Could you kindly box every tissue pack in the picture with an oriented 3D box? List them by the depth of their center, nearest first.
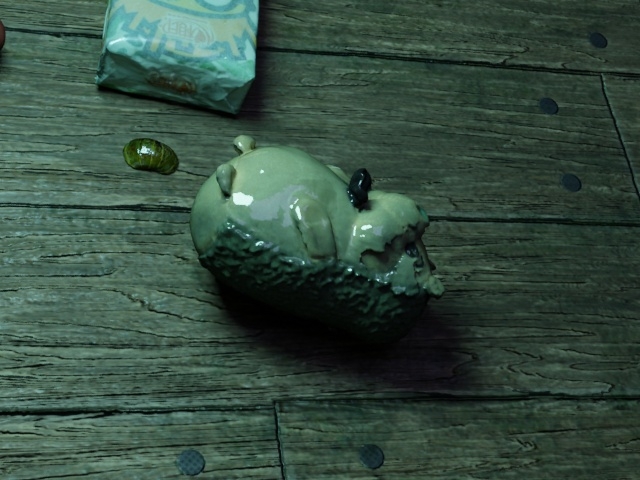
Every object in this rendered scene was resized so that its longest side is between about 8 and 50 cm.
[{"bbox_3d":[-0.211,-0.359,2.064,0.228,0.128,0.310,11,57,-14],"label":"tissue pack"}]

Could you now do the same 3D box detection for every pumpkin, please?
[{"bbox_3d":[-0.242,-0.127,1.963,0.083,0.028,0.050,13,53,-18],"label":"pumpkin"}]

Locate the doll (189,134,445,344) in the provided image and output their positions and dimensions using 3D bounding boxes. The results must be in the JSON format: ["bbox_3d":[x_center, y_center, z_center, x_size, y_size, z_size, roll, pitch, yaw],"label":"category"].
[{"bbox_3d":[0.000,0.000,1.847,0.350,0.247,0.247,34,53,-7],"label":"doll"}]

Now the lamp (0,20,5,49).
[{"bbox_3d":[-0.498,-0.290,1.932,0.101,0.090,0.101,-3,28,1],"label":"lamp"}]
